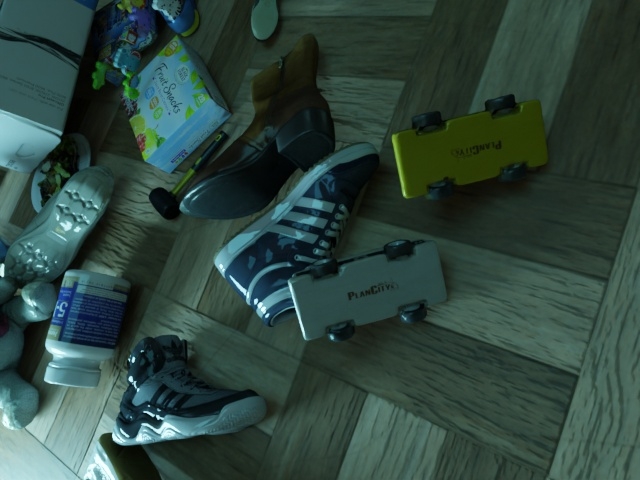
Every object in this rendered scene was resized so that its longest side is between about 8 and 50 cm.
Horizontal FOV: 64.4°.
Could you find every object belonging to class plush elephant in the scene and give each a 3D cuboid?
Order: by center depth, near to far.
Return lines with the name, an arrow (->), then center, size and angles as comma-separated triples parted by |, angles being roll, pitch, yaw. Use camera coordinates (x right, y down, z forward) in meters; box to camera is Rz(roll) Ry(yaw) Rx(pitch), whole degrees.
plush elephant -> -0.699, 0.184, 0.941 | 0.330, 0.255, 0.271 | 4, 81, 33

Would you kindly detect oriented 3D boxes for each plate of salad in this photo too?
plate of salad -> -0.583, -0.151, 1.123 | 0.200, 0.048, 0.199 | -10, 68, 26

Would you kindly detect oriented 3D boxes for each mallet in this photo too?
mallet -> -0.241, -0.127, 0.927 | 0.062, 0.039, 0.189 | 34, 88, 31

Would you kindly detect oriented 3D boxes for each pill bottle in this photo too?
pill bottle -> -0.404, 0.151, 0.876 | 0.112, 0.112, 0.186 | 0, 73, 30

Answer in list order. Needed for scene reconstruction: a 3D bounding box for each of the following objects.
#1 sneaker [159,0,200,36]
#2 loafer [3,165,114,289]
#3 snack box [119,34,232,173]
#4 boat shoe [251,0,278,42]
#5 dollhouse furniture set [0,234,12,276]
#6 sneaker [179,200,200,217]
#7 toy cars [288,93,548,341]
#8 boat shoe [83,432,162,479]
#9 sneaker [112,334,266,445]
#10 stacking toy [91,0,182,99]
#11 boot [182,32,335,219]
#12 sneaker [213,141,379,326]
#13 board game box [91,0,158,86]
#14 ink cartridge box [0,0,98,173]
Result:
sneaker -> -0.319, -0.525, 1.080 | 0.069, 0.082, 0.209 | -34, 58, 18
loafer -> -0.516, -0.022, 1.019 | 0.319, 0.112, 0.111 | -41, 21, 17
snack box -> -0.282, -0.262, 0.973 | 0.174, 0.070, 0.207 | -38, 59, 15
boat shoe -> -0.105, -0.425, 0.946 | 0.043, 0.049, 0.137 | 144, 131, -67
dollhouse furniture set -> -0.793, 0.023, 1.177 | 0.303, 0.198, 0.286 | 41, 121, 4
sneaker -> -0.171, -0.086, 0.864 | 0.152, 0.053, 0.061 | -22, 58, 14
toy cars -> 0.115, -0.029, 0.640 | 0.393, 0.176, 0.087 | -54, 12, 3
boat shoe -> -0.261, 0.398, 0.722 | 0.277, 0.098, 0.096 | 33, 92, 43
sneaker -> -0.200, 0.208, 0.742 | 0.269, 0.101, 0.153 | -18, 68, 27
stacking toy -> -0.365, -0.388, 1.001 | 0.167, 0.052, 0.221 | 26, 95, 41
boot -> -0.106, -0.189, 0.806 | 0.264, 0.096, 0.280 | -34, 44, 25
sneaker -> 0.000, 0.000, 0.706 | 0.282, 0.099, 0.153 | -39, 68, 3
board game box -> -0.434, -0.453, 1.134 | 0.194, 0.060, 0.194 | -17, 66, 24
ink cartridge box -> -0.640, -0.384, 1.114 | 0.285, 0.166, 0.395 | -17, 62, 47
